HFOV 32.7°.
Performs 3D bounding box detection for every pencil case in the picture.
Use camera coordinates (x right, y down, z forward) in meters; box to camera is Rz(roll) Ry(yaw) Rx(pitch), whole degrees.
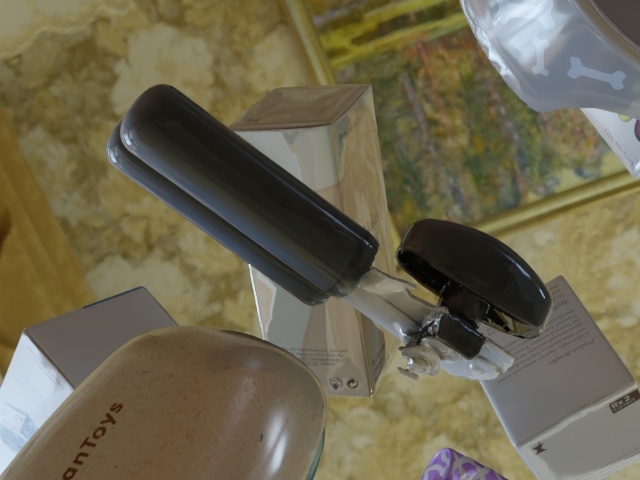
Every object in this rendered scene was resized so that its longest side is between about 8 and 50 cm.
[{"bbox_3d":[0.187,0.282,1.065,0.086,0.206,0.088,-62,-178,3],"label":"pencil case"}]

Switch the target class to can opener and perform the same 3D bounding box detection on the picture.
[{"bbox_3d":[0.006,-0.003,0.650,0.093,0.280,0.074,-64,-165,-23],"label":"can opener"}]

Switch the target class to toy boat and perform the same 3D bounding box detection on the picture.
[{"bbox_3d":[-0.053,0.181,0.573,0.318,0.148,0.267,10,-127,45],"label":"toy boat"}]

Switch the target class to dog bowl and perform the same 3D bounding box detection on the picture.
[{"bbox_3d":[0.282,-0.237,0.873,0.349,0.348,0.102,-30,177,-22],"label":"dog bowl"}]

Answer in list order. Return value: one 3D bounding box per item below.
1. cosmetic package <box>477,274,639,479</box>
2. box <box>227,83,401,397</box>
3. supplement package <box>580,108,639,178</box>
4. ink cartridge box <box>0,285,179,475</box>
[{"bbox_3d":[0.281,0.175,1.284,0.151,0.151,0.183,-30,-138,7],"label":"cosmetic package"},{"bbox_3d":[0.000,0.000,1.179,0.121,0.311,0.148,0,-154,21],"label":"box"},{"bbox_3d":[0.442,-0.213,1.329,0.134,0.244,0.139,-15,-124,-22],"label":"supplement package"},{"bbox_3d":[-0.354,0.239,1.607,0.223,0.129,0.307,-22,150,-49],"label":"ink cartridge box"}]
